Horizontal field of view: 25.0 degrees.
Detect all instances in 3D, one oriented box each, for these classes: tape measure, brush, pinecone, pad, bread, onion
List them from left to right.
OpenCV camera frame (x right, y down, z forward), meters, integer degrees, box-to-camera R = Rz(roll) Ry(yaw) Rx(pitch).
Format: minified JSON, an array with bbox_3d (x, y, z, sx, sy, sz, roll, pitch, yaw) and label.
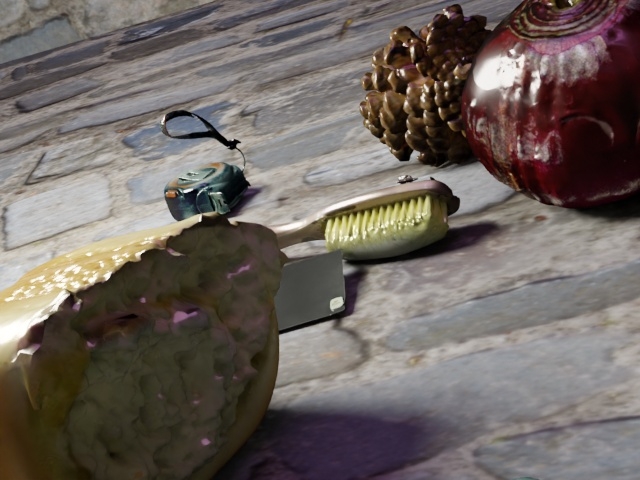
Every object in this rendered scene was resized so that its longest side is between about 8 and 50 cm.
[{"bbox_3d":[-0.186,0.121,1.176,0.270,0.211,0.316,-13,11,38],"label":"bread"},{"bbox_3d":[-0.166,-0.105,1.796,0.107,0.180,0.104,-7,39,28],"label":"tape measure"},{"bbox_3d":[-0.066,0.065,1.453,0.193,0.004,0.116,-18,30,10],"label":"pad"},{"bbox_3d":[-0.001,0.000,1.526,0.313,0.072,0.067,-12,52,26],"label":"brush"},{"bbox_3d":[0.138,-0.174,1.690,0.195,0.179,0.150,-33,11,28],"label":"pinecone"},{"bbox_3d":[0.265,-0.128,1.423,0.207,0.216,0.206,-38,41,-19],"label":"onion"}]

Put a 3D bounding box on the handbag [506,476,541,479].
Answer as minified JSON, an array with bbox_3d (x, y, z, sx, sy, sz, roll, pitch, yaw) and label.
[{"bbox_3d":[0.018,0.257,0.784,0.274,0.100,0.268,-15,24,13],"label":"handbag"}]
